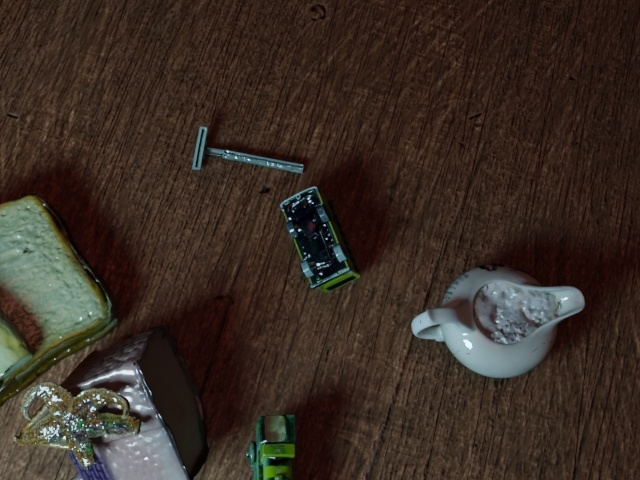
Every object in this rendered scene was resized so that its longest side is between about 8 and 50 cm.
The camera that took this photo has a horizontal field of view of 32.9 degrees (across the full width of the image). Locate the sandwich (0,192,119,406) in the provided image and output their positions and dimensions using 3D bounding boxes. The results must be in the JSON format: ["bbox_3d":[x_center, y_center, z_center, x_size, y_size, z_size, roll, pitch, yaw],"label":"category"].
[{"bbox_3d":[-0.523,0.089,1.869,0.271,0.099,0.301,-32,74,-17],"label":"sandwich"}]

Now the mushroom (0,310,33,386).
[{"bbox_3d":[-0.597,0.104,1.766,0.100,0.081,0.312,-43,79,-7],"label":"mushroom"}]

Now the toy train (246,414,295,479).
[{"bbox_3d":[-0.076,0.393,1.782,0.083,0.132,0.200,-3,66,-7],"label":"toy train"}]

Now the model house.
[{"bbox_3d":[-0.335,0.294,1.775,0.237,0.202,0.237,-19,107,9],"label":"model house"}]

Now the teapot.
[{"bbox_3d":[0.304,0.143,1.929,0.299,0.166,0.208,-6,80,-20],"label":"teapot"}]

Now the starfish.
[{"bbox_3d":[-0.375,0.276,1.650,0.209,0.053,0.150,-22,91,14],"label":"starfish"}]

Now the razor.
[{"bbox_3d":[-0.134,-0.155,2.064,0.211,0.036,0.084,11,90,-9],"label":"razor"}]

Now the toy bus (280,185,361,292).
[{"bbox_3d":[0.000,0.000,1.973,0.088,0.101,0.175,-26,70,14],"label":"toy bus"}]
